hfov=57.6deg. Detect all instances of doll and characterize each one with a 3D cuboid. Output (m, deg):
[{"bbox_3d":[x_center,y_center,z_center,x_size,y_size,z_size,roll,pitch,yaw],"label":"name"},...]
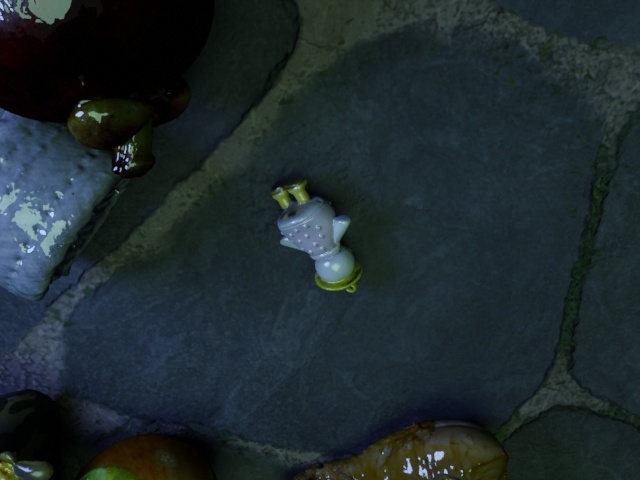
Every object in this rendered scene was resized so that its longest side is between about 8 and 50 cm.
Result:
[{"bbox_3d":[0.000,0.000,0.867,0.129,0.081,0.207,-15,119,35],"label":"doll"}]

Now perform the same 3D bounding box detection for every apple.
[{"bbox_3d":[-0.283,0.445,0.941,0.246,0.226,0.246,-4,100,-27],"label":"apple"}]

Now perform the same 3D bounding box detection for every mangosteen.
[{"bbox_3d":[-0.258,-0.247,0.630,0.297,0.297,0.293,-22,72,6],"label":"mangosteen"}]

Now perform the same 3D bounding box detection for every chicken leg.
[{"bbox_3d":[0.137,0.459,1.038,0.409,0.182,0.295,-13,129,11],"label":"chicken leg"}]

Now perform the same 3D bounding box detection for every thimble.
[{"bbox_3d":[-0.372,-0.048,0.760,0.157,0.217,0.245,34,125,-12],"label":"thimble"}]

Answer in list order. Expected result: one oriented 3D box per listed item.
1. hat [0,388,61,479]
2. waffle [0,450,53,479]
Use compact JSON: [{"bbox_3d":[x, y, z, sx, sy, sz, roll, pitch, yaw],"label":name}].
[{"bbox_3d":[-0.512,0.443,0.892,0.366,0.257,0.382,-8,131,-44],"label":"hat"},{"bbox_3d":[-0.500,0.434,0.803,0.329,0.062,0.329,1,87,-21],"label":"waffle"}]
